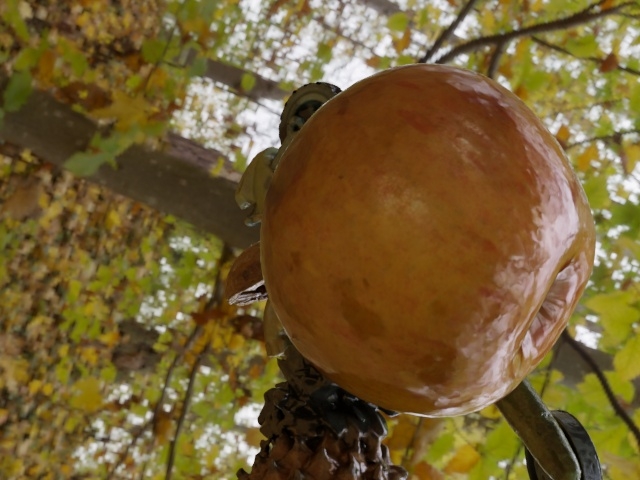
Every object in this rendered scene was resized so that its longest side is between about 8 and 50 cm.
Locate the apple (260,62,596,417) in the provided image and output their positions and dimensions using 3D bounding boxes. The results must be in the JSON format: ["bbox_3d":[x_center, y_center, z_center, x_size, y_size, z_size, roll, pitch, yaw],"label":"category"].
[{"bbox_3d":[0.098,0.003,0.786,0.275,0.299,0.299,40,-70,37],"label":"apple"}]

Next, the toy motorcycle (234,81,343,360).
[{"bbox_3d":[0.000,0.000,1.226,0.237,0.169,0.410,-33,-114,46],"label":"toy motorcycle"}]

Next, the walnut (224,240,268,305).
[{"bbox_3d":[-0.050,0.033,1.381,0.167,0.211,0.087,113,-37,-70],"label":"walnut"}]

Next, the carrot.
[{"bbox_3d":[0.279,0.219,1.333,0.074,0.074,0.358,-56,-140,28],"label":"carrot"}]

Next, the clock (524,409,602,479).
[{"bbox_3d":[0.488,0.454,1.825,0.226,0.049,0.225,172,-90,-74],"label":"clock"}]

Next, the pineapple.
[{"bbox_3d":[0.009,0.230,0.876,0.223,0.223,0.357,-31,-129,52],"label":"pineapple"}]
